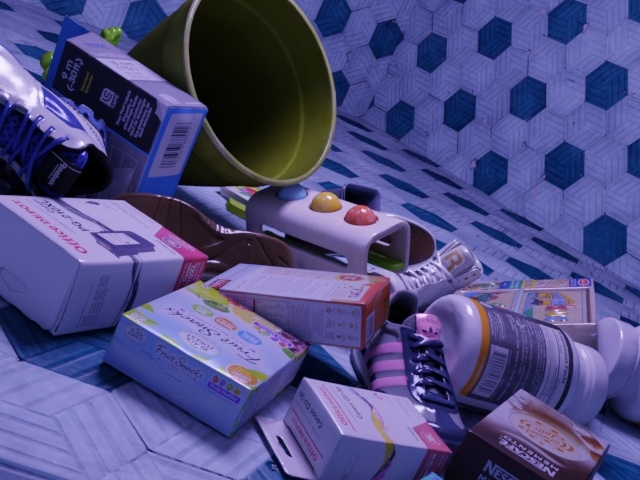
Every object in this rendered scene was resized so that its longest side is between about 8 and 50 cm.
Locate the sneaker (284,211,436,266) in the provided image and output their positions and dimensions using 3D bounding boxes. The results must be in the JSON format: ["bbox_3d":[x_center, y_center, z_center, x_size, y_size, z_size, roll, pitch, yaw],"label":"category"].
[{"bbox_3d":[0.079,-0.012,1.746,0.290,0.106,0.123,6,8,2],"label":"sneaker"}]

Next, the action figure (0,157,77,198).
[{"bbox_3d":[-0.457,-0.078,1.242,0.185,0.099,0.285,26,9,34],"label":"action figure"}]

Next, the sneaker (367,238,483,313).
[{"bbox_3d":[0.188,0.058,1.617,0.292,0.169,0.108,-1,55,-58],"label":"sneaker"}]

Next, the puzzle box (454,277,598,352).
[{"bbox_3d":[0.375,0.135,1.666,0.272,0.052,0.409,-2,8,16],"label":"puzzle box"}]

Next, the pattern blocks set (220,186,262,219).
[{"bbox_3d":[-0.121,-0.079,1.919,0.325,0.026,0.285,26,15,5],"label":"pattern blocks set"}]

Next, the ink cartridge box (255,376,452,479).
[{"bbox_3d":[0.037,0.222,1.023,0.198,0.067,0.115,15,18,-31],"label":"ink cartridge box"}]

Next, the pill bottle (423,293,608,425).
[{"bbox_3d":[0.287,0.191,1.355,0.278,0.162,0.162,18,16,-25],"label":"pill bottle"}]

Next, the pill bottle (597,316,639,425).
[{"bbox_3d":[0.648,0.264,1.633,0.334,0.188,0.188,23,15,-10],"label":"pill bottle"}]

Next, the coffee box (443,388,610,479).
[{"bbox_3d":[0.257,0.282,1.107,0.141,0.098,0.246,30,15,21],"label":"coffee box"}]

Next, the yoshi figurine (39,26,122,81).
[{"bbox_3d":[-0.484,-0.399,2.141,0.203,0.203,0.362,41,23,29],"label":"yoshi figurine"}]

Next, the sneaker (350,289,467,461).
[{"bbox_3d":[0.128,0.172,1.223,0.112,0.131,0.319,20,15,-24],"label":"sneaker"}]

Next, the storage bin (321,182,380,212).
[{"bbox_3d":[0.066,-0.080,2.126,0.091,0.098,0.135,0,-5,43],"label":"storage bin"}]

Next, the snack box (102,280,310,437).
[{"bbox_3d":[-0.128,0.133,1.068,0.174,0.070,0.207,28,17,11],"label":"snack box"}]

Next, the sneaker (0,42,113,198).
[{"bbox_3d":[-0.386,-0.148,1.164,0.315,0.127,0.182,29,13,-42],"label":"sneaker"}]

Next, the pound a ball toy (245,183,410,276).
[{"bbox_3d":[0.000,0.000,1.502,0.319,0.135,0.208,21,32,38],"label":"pound a ball toy"}]

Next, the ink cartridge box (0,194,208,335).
[{"bbox_3d":[-0.287,0.025,1.125,0.172,0.100,0.237,31,16,26],"label":"ink cartridge box"}]

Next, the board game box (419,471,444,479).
[{"bbox_3d":[0.157,0.327,0.890,0.210,0.047,0.160,32,17,26],"label":"board game box"}]

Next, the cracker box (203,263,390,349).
[{"bbox_3d":[-0.033,0.086,1.226,0.232,0.067,0.156,5,12,16],"label":"cracker box"}]

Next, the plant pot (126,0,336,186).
[{"bbox_3d":[-0.222,-0.244,1.618,0.353,0.366,0.366,-12,-13,39],"label":"plant pot"}]

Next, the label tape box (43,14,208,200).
[{"bbox_3d":[-0.365,-0.182,1.417,0.334,0.240,0.106,34,23,22],"label":"label tape box"}]

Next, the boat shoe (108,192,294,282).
[{"bbox_3d":[-0.192,0.013,1.360,0.302,0.109,0.098,17,-22,-24],"label":"boat shoe"}]
